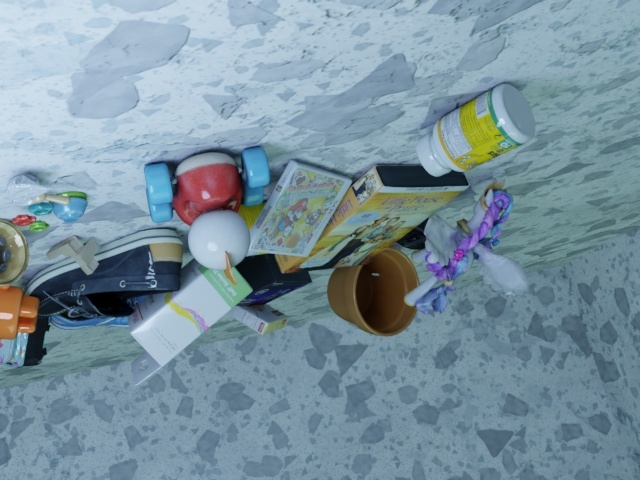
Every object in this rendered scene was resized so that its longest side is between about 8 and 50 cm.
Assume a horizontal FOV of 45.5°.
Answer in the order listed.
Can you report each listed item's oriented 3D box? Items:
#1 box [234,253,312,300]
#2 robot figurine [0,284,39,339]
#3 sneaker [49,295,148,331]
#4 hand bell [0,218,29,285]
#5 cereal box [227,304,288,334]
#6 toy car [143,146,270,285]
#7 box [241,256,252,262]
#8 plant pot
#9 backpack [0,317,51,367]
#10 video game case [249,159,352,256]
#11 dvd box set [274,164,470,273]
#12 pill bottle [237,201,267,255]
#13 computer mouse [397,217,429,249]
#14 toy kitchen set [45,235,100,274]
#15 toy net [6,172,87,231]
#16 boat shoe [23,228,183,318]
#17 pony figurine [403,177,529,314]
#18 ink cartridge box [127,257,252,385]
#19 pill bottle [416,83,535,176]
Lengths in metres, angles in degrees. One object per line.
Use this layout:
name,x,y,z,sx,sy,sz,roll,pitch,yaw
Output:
box,-0.164,0.112,2.220,0.184,0.103,0.261,-28,167,19
robot figurine,-0.767,0.163,1.758,0.219,0.128,0.158,9,152,-18
sneaker,-0.573,0.178,2.076,0.330,0.130,0.147,-10,168,-16
hand bell,-0.696,0.037,1.484,0.242,0.126,0.126,-9,171,32
cereal box,-0.233,0.202,2.327,0.240,0.047,0.173,28,-171,15
toy car,-0.194,-0.024,1.406,0.219,0.238,0.210,-10,166,-14
box,-0.303,0.095,2.244,0.201,0.021,0.164,-10,166,-14
plant pot,0.160,0.170,2.542,0.291,0.291,0.203,-4,179,-37
backpack,-0.822,0.243,1.986,0.188,0.166,0.144,6,178,26
video game case,-0.044,-0.060,1.618,0.227,0.026,0.206,8,116,-58
dvd box set,0.122,-0.048,1.875,0.307,0.062,0.420,-4,154,-42
pill bottle,-0.163,-0.024,1.700,0.215,0.117,0.117,-7,165,-27
computer mouse,0.254,-0.044,2.176,0.188,0.072,0.272,-22,153,30
toy kitchen set,-0.531,0.030,1.661,0.075,0.083,0.068,-21,-154,28
toy net,-0.495,-0.072,1.329,0.122,0.045,0.232,-13,165,1
boat shoe,-0.527,0.116,1.823,0.500,0.156,0.187,-19,167,27
pony figurine,0.362,0.035,1.984,0.303,0.351,0.363,30,130,-9
ink cartridge box,-0.353,0.174,1.862,0.353,0.119,0.207,-40,-163,-9
pill bottle,0.288,-0.200,1.447,0.208,0.118,0.117,-26,162,40
